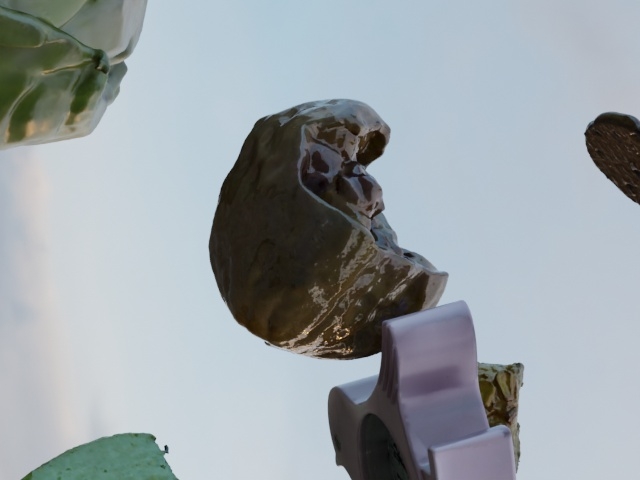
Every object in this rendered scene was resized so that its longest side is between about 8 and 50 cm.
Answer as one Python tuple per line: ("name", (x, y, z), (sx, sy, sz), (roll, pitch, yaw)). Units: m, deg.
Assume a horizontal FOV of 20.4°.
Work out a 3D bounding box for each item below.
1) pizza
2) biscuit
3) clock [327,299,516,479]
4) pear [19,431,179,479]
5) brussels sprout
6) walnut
("pizza", (0.165, 0.192, 1.962), (0.182, 0.161, 0.062), (46, 4, 10))
("biscuit", (0.465, -0.105, 2.515), (0.212, 0.036, 0.212), (36, -17, 13))
("clock", (0.087, 0.173, 1.613), (0.275, 0.080, 0.290), (-124, -153, -50))
("pear", (-0.216, 0.341, 1.741), (0.288, 0.239, 0.139), (52, -54, 34))
("brussels sprout", (-0.369, -0.293, 1.913), (0.425, 0.361, 0.342), (-81, 179, -54))
("walnut", (-0.012, 0.000, 1.578), (0.141, 0.204, 0.238), (-20, 88, -78))
